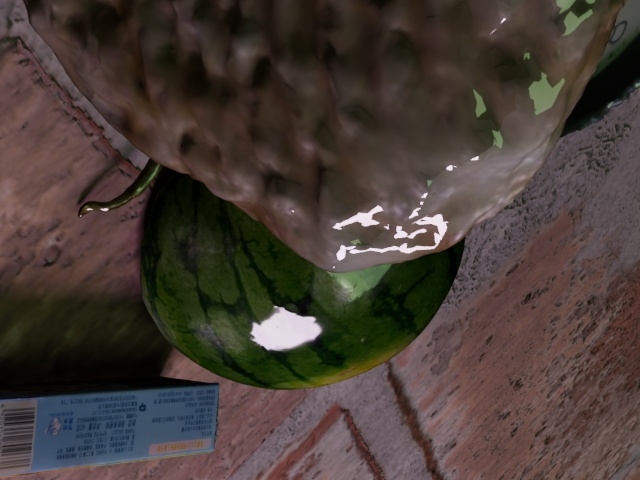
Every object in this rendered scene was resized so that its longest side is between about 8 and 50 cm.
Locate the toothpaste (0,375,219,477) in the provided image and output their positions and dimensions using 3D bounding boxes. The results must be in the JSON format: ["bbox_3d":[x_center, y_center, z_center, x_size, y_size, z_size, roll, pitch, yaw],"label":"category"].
[{"bbox_3d":[-0.141,0.100,0.886,0.193,0.070,0.044,5,91,-57],"label":"toothpaste"}]

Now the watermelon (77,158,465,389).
[{"bbox_3d":[0.004,0.002,0.897,0.204,0.127,0.232,-41,145,-11],"label":"watermelon"}]

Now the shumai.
[{"bbox_3d":[0.027,-0.165,0.611,0.262,0.267,0.314,-34,112,-54],"label":"shumai"}]

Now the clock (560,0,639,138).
[{"bbox_3d":[0.186,-0.203,0.987,0.313,0.061,0.312,-37,149,-26],"label":"clock"}]
